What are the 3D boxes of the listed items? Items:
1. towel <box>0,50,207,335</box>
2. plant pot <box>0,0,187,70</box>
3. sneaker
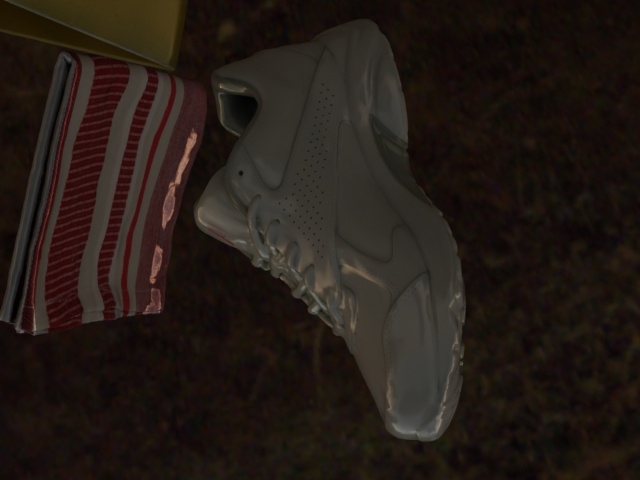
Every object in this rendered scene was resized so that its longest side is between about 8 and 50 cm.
[{"bbox_3d":[-0.182,-0.040,1.388,0.037,0.329,0.237,13,94,13],"label":"towel"},{"bbox_3d":[-0.177,-0.213,0.735,0.212,0.212,0.187,19,88,-46],"label":"plant pot"},{"bbox_3d":[0.000,0.000,0.756,0.115,0.232,0.090,-11,146,-8],"label":"sneaker"}]
